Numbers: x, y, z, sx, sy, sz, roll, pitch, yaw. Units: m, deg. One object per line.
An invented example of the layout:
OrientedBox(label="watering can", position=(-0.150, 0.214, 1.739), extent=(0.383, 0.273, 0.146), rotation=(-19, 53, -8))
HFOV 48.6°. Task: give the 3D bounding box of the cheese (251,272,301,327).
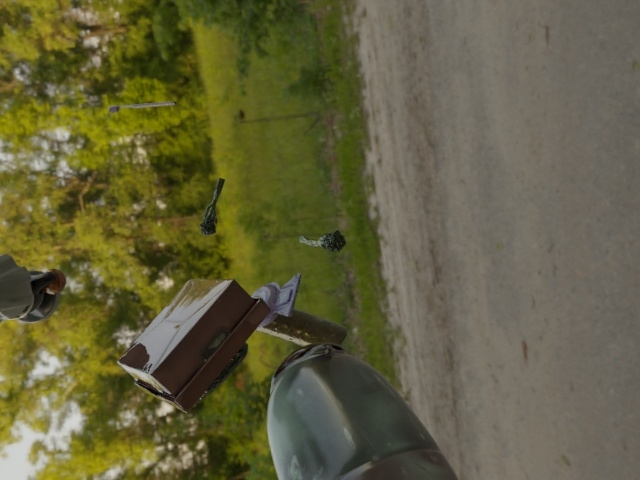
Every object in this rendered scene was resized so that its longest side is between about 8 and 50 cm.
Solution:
OrientedBox(label="cheese", position=(-0.101, 0.127, 1.444), extent=(0.191, 0.042, 0.105), rotation=(-25, 44, 49))

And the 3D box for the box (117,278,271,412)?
OrientedBox(label="box", position=(-0.215, 0.161, 1.176), extent=(0.086, 0.215, 0.215), rotation=(49, 156, -20))

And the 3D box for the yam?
OrientedBox(label="yam", position=(-0.059, 0.231, 1.882), extent=(0.093, 0.259, 0.093), rotation=(-159, 90, -77))

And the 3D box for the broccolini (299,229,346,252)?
OrientedBox(label="broccolini", position=(0.000, 0.000, 1.716), extent=(0.239, 0.051, 0.054), rotation=(-175, 76, -70))

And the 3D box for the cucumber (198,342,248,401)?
OrientedBox(label="cucumber", position=(-0.255, 0.329, 1.770), extent=(0.052, 0.215, 0.058), rotation=(40, -164, -28))

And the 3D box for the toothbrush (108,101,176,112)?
OrientedBox(label="toothbrush", position=(-0.227, -0.170, 0.898), extent=(0.006, 0.097, 0.008), rotation=(30, -120, -69))

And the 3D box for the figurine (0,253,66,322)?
OrientedBox(label="figurine", position=(-0.634, 0.107, 1.458), extent=(0.133, 0.176, 0.236), rotation=(62, -176, 9))

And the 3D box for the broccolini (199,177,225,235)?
OrientedBox(label="broccolini", position=(-0.224, -0.073, 1.512), extent=(0.030, 0.035, 0.140), rotation=(56, -136, -57))

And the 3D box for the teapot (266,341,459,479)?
OrientedBox(label="teapot", position=(0.025, 0.325, 1.078), extent=(0.312, 0.233, 0.315), rotation=(59, 144, 39))
